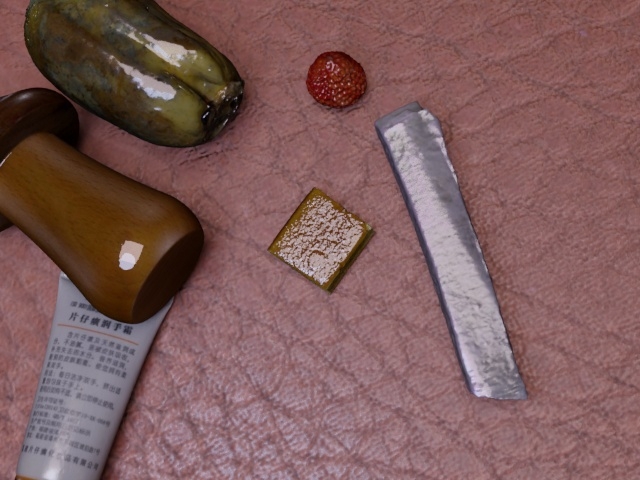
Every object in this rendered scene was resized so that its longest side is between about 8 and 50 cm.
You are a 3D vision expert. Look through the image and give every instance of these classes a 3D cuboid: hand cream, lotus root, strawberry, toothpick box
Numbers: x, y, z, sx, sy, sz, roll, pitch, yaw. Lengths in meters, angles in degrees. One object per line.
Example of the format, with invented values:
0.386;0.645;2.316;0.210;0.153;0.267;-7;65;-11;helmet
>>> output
-0.280;0.178;1.313;0.139;0.089;0.314;16;76;6;hand cream
-0.225;-0.210;1.338;0.274;0.160;0.152;37;90;10;lotus root
0.019;-0.195;1.346;0.073;0.083;0.073;0;65;1;strawberry
-0.284;-0.043;1.297;0.294;0.192;0.192;34;86;12;toothpick box

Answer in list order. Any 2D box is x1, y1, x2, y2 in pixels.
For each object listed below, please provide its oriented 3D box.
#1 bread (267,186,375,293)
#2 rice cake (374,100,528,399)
0.000;0.000;1.334;0.090;0.035;0.094;36;86;13;bread
0.150;0.014;1.301;0.072;0.056;0.365;-18;78;-2;rice cake
